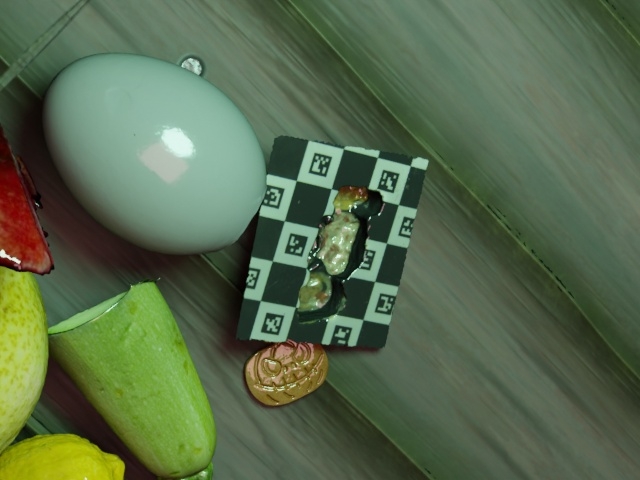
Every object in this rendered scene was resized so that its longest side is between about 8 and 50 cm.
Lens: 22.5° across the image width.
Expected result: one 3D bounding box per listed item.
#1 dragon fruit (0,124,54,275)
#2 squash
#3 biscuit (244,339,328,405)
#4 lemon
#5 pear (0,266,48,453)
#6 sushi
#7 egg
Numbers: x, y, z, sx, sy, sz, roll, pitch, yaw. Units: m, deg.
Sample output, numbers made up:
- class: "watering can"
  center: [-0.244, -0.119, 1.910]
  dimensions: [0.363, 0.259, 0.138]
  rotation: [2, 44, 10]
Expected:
- class: "dragon fruit"
  center: [-0.358, -0.076, 1.422]
  dimensions: [0.282, 0.343, 0.100]
  rotation: [15, 101, -18]
- class: "squash"
  center: [-0.167, 0.158, 1.647]
  dimensions: [0.137, 0.137, 0.287]
  rotation: [-36, 117, -8]
- class: "biscuit"
  center: [-0.038, 0.134, 1.715]
  dimensions: [0.091, 0.015, 0.078]
  rotation: [-27, 105, -10]
- class: "lemon"
  center: [-0.281, 0.267, 1.606]
  dimensions: [0.187, 0.142, 0.142]
  rotation: [-23, 104, -4]
- class: "pear"
  center: [-0.377, 0.107, 1.486]
  dimensions: [0.271, 0.271, 0.271]
  rotation: [-2, 99, -15]
- class: "sushi"
  center: [0.000, 0.000, 1.685]
  dimensions: [0.192, 0.050, 0.215]
  rotation: [6, 101, -32]
- class: "egg"
  center: [-0.165, -0.087, 1.563]
  dimensions: [0.232, 0.176, 0.176]
  rotation: [33, 89, -9]
